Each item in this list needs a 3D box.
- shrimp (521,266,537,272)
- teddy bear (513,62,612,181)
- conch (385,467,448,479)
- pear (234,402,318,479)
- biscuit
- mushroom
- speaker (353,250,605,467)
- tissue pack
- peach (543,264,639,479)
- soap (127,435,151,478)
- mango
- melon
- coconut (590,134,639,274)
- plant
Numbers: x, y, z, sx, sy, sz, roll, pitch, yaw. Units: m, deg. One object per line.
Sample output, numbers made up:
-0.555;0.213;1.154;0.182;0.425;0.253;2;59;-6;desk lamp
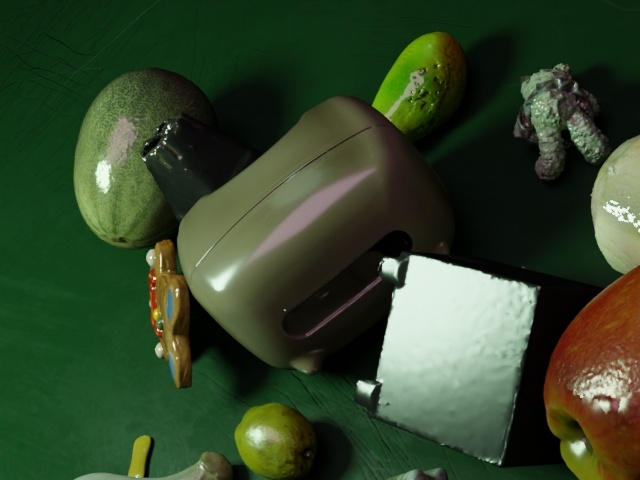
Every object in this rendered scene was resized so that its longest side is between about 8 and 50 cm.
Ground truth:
0.305;0.095;1.736;0.190;0.075;0.073;49;125;56;shrimp
0.339;-0.195;1.900;0.133;0.111;0.213;-23;48;16;teddy bear
0.094;0.395;1.612;0.203;0.169;0.386;-51;7;-35;conch
-0.060;0.286;1.835;0.131;0.107;0.107;19;70;31;pear
-0.245;0.106;2.043;0.049;0.205;0.324;-5;21;-10;biscuit
-0.255;0.388;1.910;0.270;0.103;0.118;-12;57;16;mushroom
0.206;0.146;1.642;0.254;0.184;0.232;14;95;43;speaker
0.000;0.000;1.885;0.387;0.267;0.277;-39;40;4;tissue pack
0.436;0.150;1.436;0.373;0.372;0.290;-34;73;10;peach
-0.284;0.345;2.016;0.034;0.012;0.089;-15;51;27;soap
0.154;-0.227;2.062;0.125;0.111;0.233;18;71;48;mango
-0.303;-0.144;2.237;0.248;0.248;0.329;-3;64;35;melon
0.464;-0.039;1.627;0.237;0.197;0.237;-23;40;20;coconut
-0.172;-0.091;2.094;0.164;0.256;0.142;-17;39;56;plant
